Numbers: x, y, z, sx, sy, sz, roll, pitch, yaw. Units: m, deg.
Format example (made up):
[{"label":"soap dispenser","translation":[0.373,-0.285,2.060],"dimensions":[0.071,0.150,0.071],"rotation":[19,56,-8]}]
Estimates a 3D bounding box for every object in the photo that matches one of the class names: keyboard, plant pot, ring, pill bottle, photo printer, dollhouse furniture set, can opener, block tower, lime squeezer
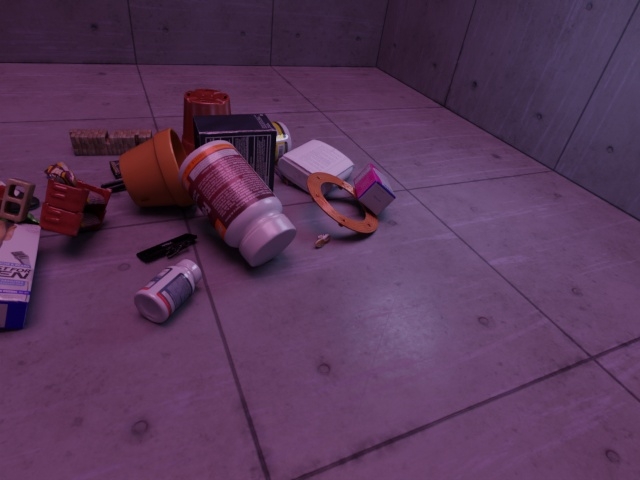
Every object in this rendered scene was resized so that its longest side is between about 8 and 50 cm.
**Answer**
[{"label":"keyboard","translation":[-0.500,0.029,1.370],"dimensions":[0.100,0.038,0.192],"rotation":[10,30,44]},{"label":"plant pot","translation":[-0.526,-0.546,1.928],"dimensions":[0.272,0.265,0.272],"rotation":[6,36,-4]},{"label":"ring","translation":[0.085,-0.147,1.625],"dimensions":[0.336,0.032,0.337],"rotation":[26,34,-20]},{"label":"pill bottle","translation":[-0.422,0.136,1.168],"dimensions":[0.107,0.108,0.180],"rotation":[20,38,15]},{"label":"photo printer","translation":[-0.006,-0.336,1.861],"dimensions":[0.256,0.107,0.307],"rotation":[34,42,13]},{"label":"pill bottle","translation":[-0.270,-0.119,1.365],"dimensions":[0.224,0.224,0.392],"rotation":[-29,72,-39]},{"label":"dollhouse furniture set","translation":[-0.891,-0.142,1.286],"dimensions":[0.374,0.152,0.201],"rotation":[17,5,-11]},{"label":"can opener","translation":[-0.769,-0.232,1.634],"dimensions":[0.186,0.073,0.059],"rotation":[-19,50,-18]},{"label":"pill bottle","translation":[-0.315,-0.431,1.881],"dimensions":[0.333,0.188,0.188],"rotation":[-17,44,-31]},{"label":"plant pot","translation":[-0.599,-0.245,1.528],"dimensions":[0.203,0.291,0.291],"rotation":[-18,41,-5]},{"label":"block tower","translation":[-0.934,-0.442,1.851],"dimensions":[0.335,0.091,0.097],"rotation":[-3,37,-15]},{"label":"lime squeezer","translation":[-1.003,-0.037,1.342],"dimensions":[0.310,0.059,0.110],"rotation":[-13,72,-29]}]

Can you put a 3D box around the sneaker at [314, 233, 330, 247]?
[{"label":"sneaker","translation":[0.000,0.000,1.507],"dimensions":[0.037,0.032,0.083],"rotation":[16,30,32]}]

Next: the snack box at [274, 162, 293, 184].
[{"label":"snack box","translation":[-0.162,-0.306,1.884],"dimensions":[0.064,0.022,0.178],"rotation":[-12,41,-28]}]

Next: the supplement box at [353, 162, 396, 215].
[{"label":"supplement box","translation":[0.220,-0.217,1.717],"dimensions":[0.111,0.114,0.220],"rotation":[38,24,-19]}]

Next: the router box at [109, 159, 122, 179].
[{"label":"router box","translation":[-0.817,-0.295,1.722],"dimensions":[0.092,0.038,0.122],"rotation":[-16,42,-30]}]

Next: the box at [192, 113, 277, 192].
[{"label":"box","translation":[-0.347,-0.338,1.658],"dimensions":[0.293,0.296,0.183],"rotation":[-9,40,-22]}]

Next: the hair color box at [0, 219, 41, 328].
[{"label":"hair color box","translation":[-0.880,0.078,1.110],"dimensions":[0.185,0.110,0.339],"rotation":[10,29,-35]}]

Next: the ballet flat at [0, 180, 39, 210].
[{"label":"ballet flat","translation":[-1.133,-0.148,1.412],"dimensions":[0.280,0.096,0.095],"rotation":[-6,38,-19]}]

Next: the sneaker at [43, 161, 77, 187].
[{"label":"sneaker","translation":[-1.005,-0.243,1.599],"dimensions":[0.084,0.070,0.185],"rotation":[-32,46,-30]}]
